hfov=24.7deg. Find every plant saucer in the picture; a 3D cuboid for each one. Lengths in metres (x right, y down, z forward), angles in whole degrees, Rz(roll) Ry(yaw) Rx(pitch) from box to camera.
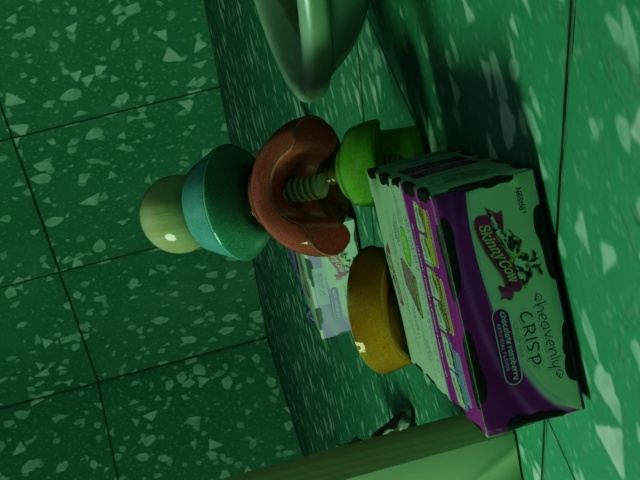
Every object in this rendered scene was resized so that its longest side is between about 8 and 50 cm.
[{"bbox_3d":[-0.018,-0.311,1.139,0.400,0.100,0.400,166,90,-84],"label":"plant saucer"}]

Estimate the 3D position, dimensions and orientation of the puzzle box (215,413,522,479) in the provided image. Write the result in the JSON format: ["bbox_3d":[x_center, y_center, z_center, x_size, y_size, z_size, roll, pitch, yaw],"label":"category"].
[{"bbox_3d":[0.056,0.353,1.239,0.052,0.272,0.409,-117,15,-64],"label":"puzzle box"}]

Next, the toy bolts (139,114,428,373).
[{"bbox_3d":[-0.029,0.000,1.136,0.228,0.158,0.218,9,-105,-60],"label":"toy bolts"}]

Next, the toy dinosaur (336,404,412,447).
[{"bbox_3d":[0.073,0.330,1.751,0.160,0.121,0.313,-83,-14,-69],"label":"toy dinosaur"}]

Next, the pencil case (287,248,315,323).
[{"bbox_3d":[-0.007,0.042,2.032,0.070,0.064,0.151,112,146,-53],"label":"pencil case"}]

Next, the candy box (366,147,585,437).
[{"bbox_3d":[0.100,0.025,0.999,0.233,0.071,0.159,-140,36,-79],"label":"candy box"}]

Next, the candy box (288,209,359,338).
[{"bbox_3d":[0.000,0.000,1.841,0.196,0.070,0.165,-113,11,-57],"label":"candy box"}]
